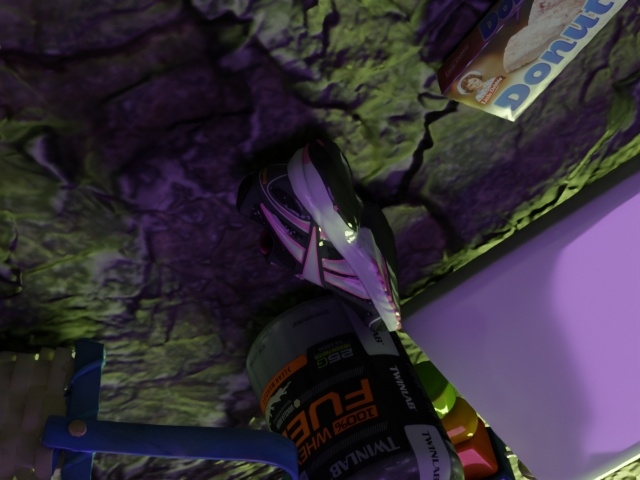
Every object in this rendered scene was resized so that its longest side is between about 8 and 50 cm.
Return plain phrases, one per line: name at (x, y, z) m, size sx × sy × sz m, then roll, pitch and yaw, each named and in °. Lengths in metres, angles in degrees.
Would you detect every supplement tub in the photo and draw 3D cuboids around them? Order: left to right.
supplement tub at (0.029, 0.142, 1.074) m, size 0.117 × 0.190 × 0.117 m, roll -18°, pitch 145°, yaw -13°

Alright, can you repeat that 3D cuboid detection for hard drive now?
hard drive at (0.241, 0.046, 1.089) m, size 0.307 × 0.040 × 0.203 m, roll -34°, pitch 109°, yaw 24°

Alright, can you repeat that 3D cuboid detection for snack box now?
snack box at (0.147, -0.146, 0.910) m, size 0.064 × 0.022 × 0.178 m, roll 15°, pitch 132°, yaw -34°

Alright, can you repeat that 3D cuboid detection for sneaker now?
sneaker at (0.000, 0.000, 1.015) m, size 0.077 × 0.072 × 0.178 m, roll -14°, pitch 135°, yaw 18°

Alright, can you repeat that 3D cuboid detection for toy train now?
toy train at (0.109, 0.151, 1.206) m, size 0.248 × 0.105 × 0.143 m, roll -23°, pitch 127°, yaw 8°

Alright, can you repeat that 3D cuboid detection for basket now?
basket at (-0.171, 0.197, 1.074) m, size 0.289 × 0.201 × 0.254 m, roll 3°, pitch 142°, yaw -8°
